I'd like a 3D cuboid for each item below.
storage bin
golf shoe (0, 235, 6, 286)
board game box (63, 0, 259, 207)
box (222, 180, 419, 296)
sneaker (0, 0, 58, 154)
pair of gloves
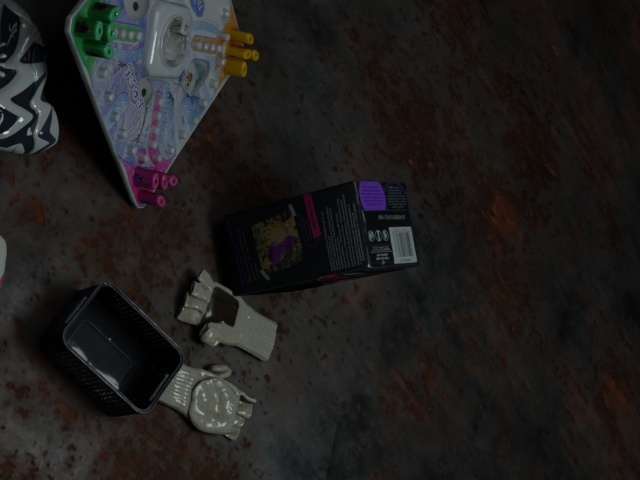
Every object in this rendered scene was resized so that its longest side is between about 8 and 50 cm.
[{"bbox_3d":[-0.308,0.163,1.864,0.180,0.084,0.122,47,56,-21],"label":"storage bin"},{"bbox_3d":[-0.471,0.068,1.744,0.067,0.086,0.186,35,56,-31],"label":"golf shoe"},{"bbox_3d":[-0.225,-0.307,1.952,0.390,0.050,0.390,77,33,-49],"label":"board game box"},{"bbox_3d":[0.000,0.000,2.062,0.165,0.270,0.143,-1,80,-55],"label":"box"},{"bbox_3d":[-0.475,-0.232,1.808,0.153,0.094,0.234,-20,104,-53],"label":"sneaker"},{"bbox_3d":[-0.166,0.189,2.033,0.204,0.042,0.240,38,57,-31],"label":"pair of gloves"}]
